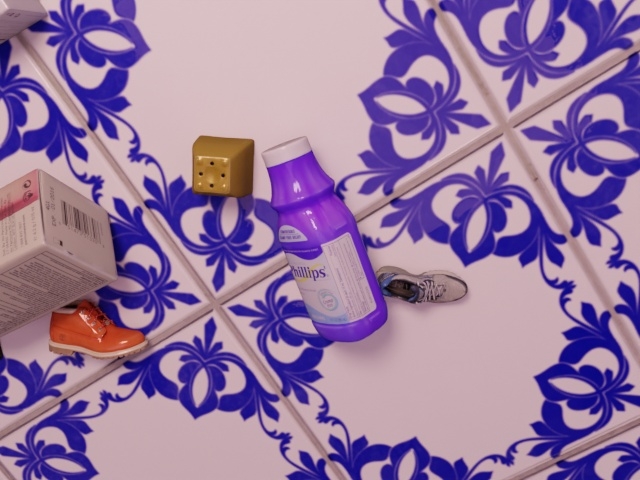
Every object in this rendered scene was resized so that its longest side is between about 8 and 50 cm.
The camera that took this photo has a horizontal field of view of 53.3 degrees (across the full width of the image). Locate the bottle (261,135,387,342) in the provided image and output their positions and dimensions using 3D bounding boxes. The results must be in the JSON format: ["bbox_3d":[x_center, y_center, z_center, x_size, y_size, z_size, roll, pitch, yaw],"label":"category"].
[{"bbox_3d":[0.000,0.000,0.878,0.092,0.118,0.283,-30,107,-33],"label":"bottle"}]

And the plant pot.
[{"bbox_3d":[-0.139,-0.097,0.878,0.081,0.083,0.081,5,106,3],"label":"plant pot"}]

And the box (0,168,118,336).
[{"bbox_3d":[-0.427,0.027,0.887,0.232,0.148,0.127,-25,61,11],"label":"box"}]

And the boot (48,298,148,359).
[{"bbox_3d":[-0.343,0.134,0.979,0.158,0.059,0.084,4,102,5],"label":"boot"}]

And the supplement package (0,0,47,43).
[{"bbox_3d":[-0.479,-0.302,0.837,0.179,0.105,0.105,-26,103,11],"label":"supplement package"}]

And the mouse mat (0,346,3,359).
[{"bbox_3d":[-0.598,0.111,1.020,0.152,0.007,0.189,-3,105,6],"label":"mouse mat"}]

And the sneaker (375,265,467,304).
[{"bbox_3d":[0.145,0.072,0.916,0.135,0.058,0.052,4,107,3],"label":"sneaker"}]
